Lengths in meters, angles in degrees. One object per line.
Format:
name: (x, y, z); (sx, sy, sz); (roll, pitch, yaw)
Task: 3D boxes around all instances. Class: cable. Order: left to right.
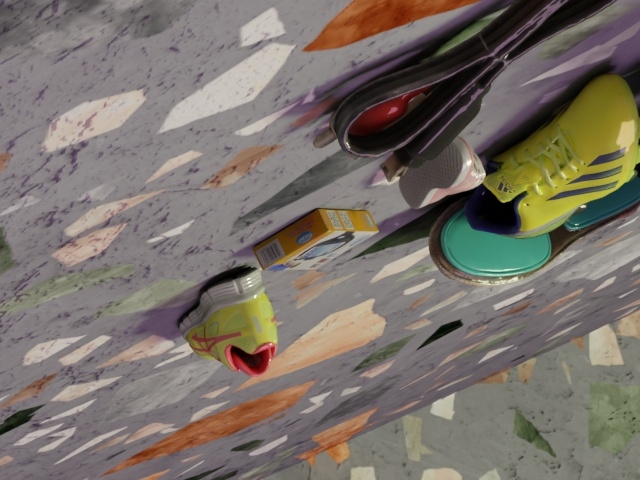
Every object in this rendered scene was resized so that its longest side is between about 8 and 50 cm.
cable: (0.108, -0.145, 1.514); (0.139, 0.072, 0.287); (14, 129, -46)

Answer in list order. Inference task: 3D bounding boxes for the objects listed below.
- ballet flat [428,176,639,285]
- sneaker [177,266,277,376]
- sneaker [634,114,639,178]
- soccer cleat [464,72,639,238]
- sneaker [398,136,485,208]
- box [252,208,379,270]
ballet flat: (0.222, -0.016, 2.138); (0.316, 0.107, 0.106); (-17, 179, -33)
sneaker: (-0.087, 0.101, 1.999); (0.081, 0.094, 0.208); (-25, 170, -13)
sneaker: (0.373, -0.124, 1.868); (0.146, 0.102, 0.293); (-44, 174, -20)
soccer cleat: (0.226, -0.072, 1.923); (0.121, 0.093, 0.289); (-10, 162, -19)
sneaker: (0.124, -0.073, 1.805); (0.070, 0.051, 0.134); (-23, 171, -22)
box: (0.000, 0.000, 1.910); (0.081, 0.028, 0.136); (-31, 165, 22)
